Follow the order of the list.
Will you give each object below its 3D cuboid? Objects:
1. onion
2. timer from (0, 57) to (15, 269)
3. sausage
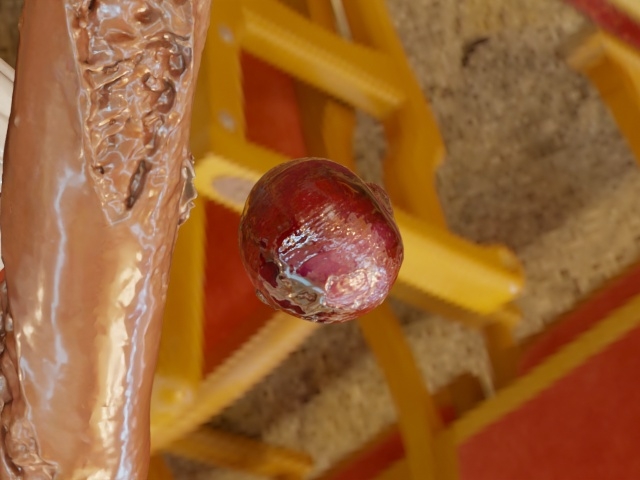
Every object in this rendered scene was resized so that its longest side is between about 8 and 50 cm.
[{"bbox_3d":[0.000,0.000,1.314,0.131,0.131,0.131,-10,143,-7],"label":"onion"},{"bbox_3d":[-0.262,-0.009,0.993,0.262,0.087,0.237,-59,148,-8],"label":"timer"},{"bbox_3d":[-0.088,-0.014,0.709,0.079,0.087,0.327,14,115,8],"label":"sausage"}]
